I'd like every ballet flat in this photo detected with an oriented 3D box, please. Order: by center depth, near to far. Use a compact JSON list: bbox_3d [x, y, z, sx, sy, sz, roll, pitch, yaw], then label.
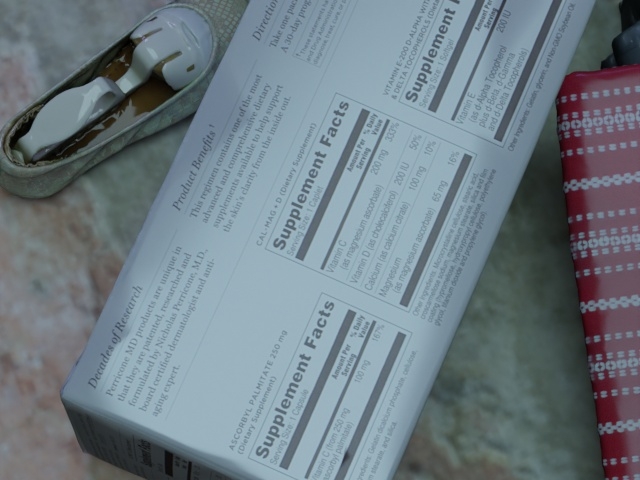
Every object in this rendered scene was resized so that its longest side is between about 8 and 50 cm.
[{"bbox_3d":[-0.099,-0.079,1.008,0.168,0.052,0.057,-40,82,-11],"label":"ballet flat"}]

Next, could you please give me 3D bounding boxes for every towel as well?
[{"bbox_3d":[0.227,0.041,0.942,0.198,0.031,0.275,-7,82,3],"label":"towel"}]

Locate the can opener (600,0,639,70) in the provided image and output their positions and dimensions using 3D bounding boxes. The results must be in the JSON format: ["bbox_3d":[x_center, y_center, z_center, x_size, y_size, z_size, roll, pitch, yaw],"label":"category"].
[{"bbox_3d":[0.200,-0.096,1.018,0.095,0.076,0.283,-20,80,-4],"label":"can opener"}]

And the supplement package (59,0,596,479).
[{"bbox_3d":[0.000,0.000,0.917,0.145,0.204,0.262,24,77,2],"label":"supplement package"}]
